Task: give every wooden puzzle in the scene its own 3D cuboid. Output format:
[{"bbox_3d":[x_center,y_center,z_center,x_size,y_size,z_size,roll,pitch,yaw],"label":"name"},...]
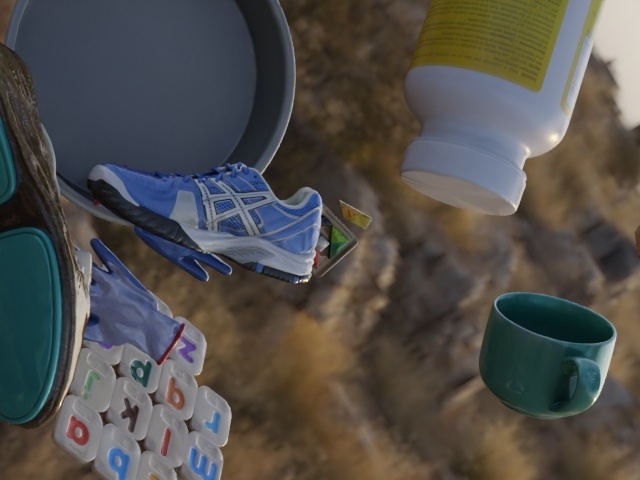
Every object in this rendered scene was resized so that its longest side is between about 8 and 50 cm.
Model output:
[{"bbox_3d":[0.000,0.000,2.007,0.078,0.116,0.014,38,9,-26],"label":"wooden puzzle"}]

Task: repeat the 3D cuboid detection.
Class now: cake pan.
[{"bbox_3d":[-0.166,-0.159,1.627,0.293,0.293,0.054,56,-20,-18],"label":"cake pan"}]

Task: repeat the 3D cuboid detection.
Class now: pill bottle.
[{"bbox_3d":[0.110,-0.114,1.041,0.103,0.184,0.103,18,-11,4],"label":"pill bottle"}]

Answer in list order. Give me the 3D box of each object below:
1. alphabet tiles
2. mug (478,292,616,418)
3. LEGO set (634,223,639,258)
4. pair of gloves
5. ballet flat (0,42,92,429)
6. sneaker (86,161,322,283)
[{"bbox_3d":[-0.210,0.163,1.906,0.284,0.021,0.278,41,35,-28],"label":"alphabet tiles"},{"bbox_3d":[0.222,0.125,1.723,0.129,0.097,0.158,17,19,12],"label":"mug"},{"bbox_3d":[0.350,0.044,1.236,0.287,0.132,0.107,11,81,-44],"label":"LEGO set"},{"bbox_3d":[-0.164,0.019,1.610,0.159,0.198,0.023,32,10,-24],"label":"pair of gloves"},{"bbox_3d":[-0.255,-0.016,1.453,0.124,0.116,0.342,-13,87,-67],"label":"ballet flat"},{"bbox_3d":[-0.094,-0.031,1.417,0.211,0.081,0.080,18,3,-28],"label":"sneaker"}]
